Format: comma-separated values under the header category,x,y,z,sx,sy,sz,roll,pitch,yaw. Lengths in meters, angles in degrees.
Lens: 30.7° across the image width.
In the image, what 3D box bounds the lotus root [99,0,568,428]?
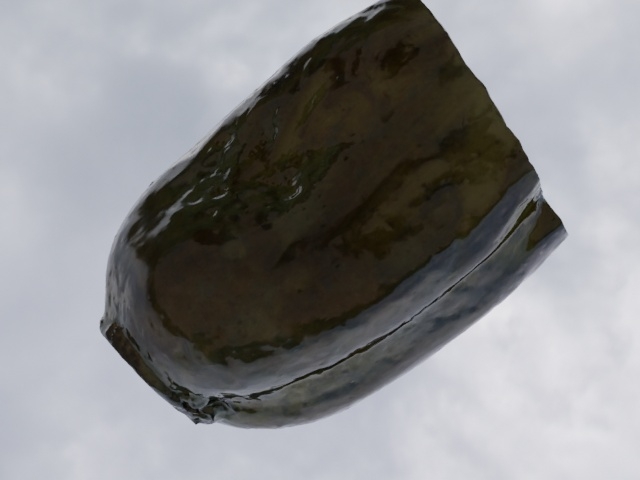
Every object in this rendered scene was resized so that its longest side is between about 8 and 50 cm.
category,x,y,z,sx,sy,sz,roll,pitch,yaw
lotus root,0.000,0.000,0.893,0.346,0.250,0.250,-37,-118,0
